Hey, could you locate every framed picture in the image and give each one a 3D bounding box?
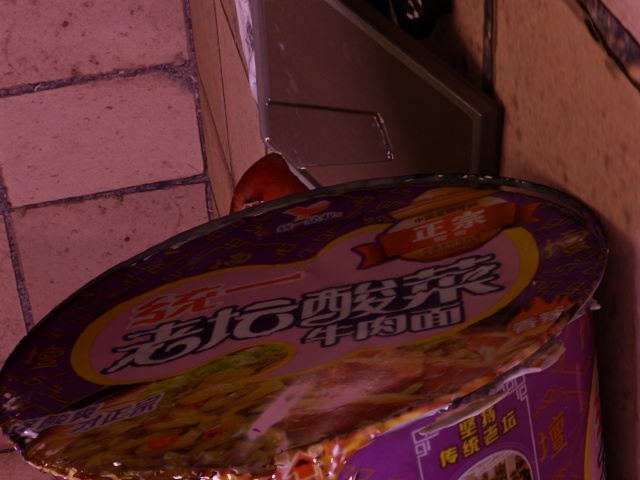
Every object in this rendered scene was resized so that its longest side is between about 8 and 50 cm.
[{"bbox_3d":[0.030,-0.083,1.001,0.289,0.020,0.211,44,149,39],"label":"framed picture"}]

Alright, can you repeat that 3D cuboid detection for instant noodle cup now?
[{"bbox_3d":[0.018,0.146,0.758,0.340,0.340,0.265,-123,16,-69],"label":"instant noodle cup"}]

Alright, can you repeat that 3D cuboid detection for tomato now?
[{"bbox_3d":[0.000,0.000,1.193,0.167,0.167,0.167,170,90,-81],"label":"tomato"}]

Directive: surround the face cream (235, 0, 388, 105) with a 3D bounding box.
[{"bbox_3d":[-0.014,-0.205,1.193,0.206,0.111,0.205,169,90,-82],"label":"face cream"}]

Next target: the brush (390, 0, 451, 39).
[{"bbox_3d":[0.031,-0.292,0.980,0.070,0.051,0.323,103,156,-68],"label":"brush"}]
